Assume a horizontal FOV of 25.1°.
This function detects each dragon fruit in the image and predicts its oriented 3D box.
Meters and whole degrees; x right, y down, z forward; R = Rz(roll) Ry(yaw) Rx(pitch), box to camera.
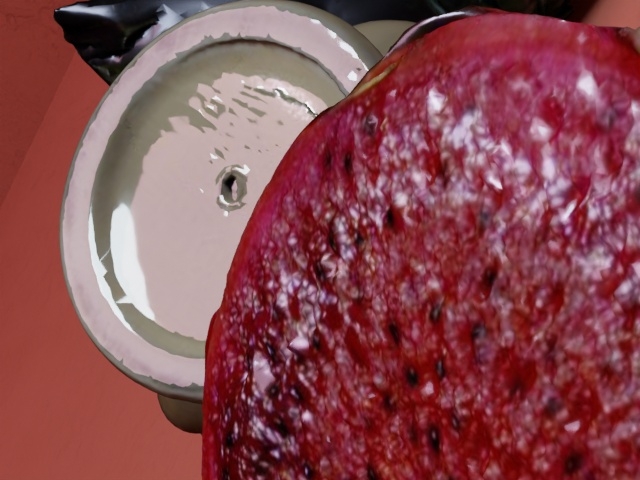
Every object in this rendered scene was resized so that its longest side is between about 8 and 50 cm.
[{"bbox_3d":[0.128,0.104,0.548,0.386,0.249,0.371,26,111,50],"label":"dragon fruit"}]

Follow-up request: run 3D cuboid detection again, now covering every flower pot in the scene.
[{"bbox_3d":[0.000,0.000,0.828,0.307,0.244,0.308,-8,73,26],"label":"flower pot"}]

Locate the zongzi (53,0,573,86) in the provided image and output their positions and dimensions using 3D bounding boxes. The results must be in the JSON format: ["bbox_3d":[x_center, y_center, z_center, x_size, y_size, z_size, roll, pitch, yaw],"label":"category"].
[{"bbox_3d":[0.045,-0.075,1.093,0.383,0.362,0.319,-27,4,-27],"label":"zongzi"}]
